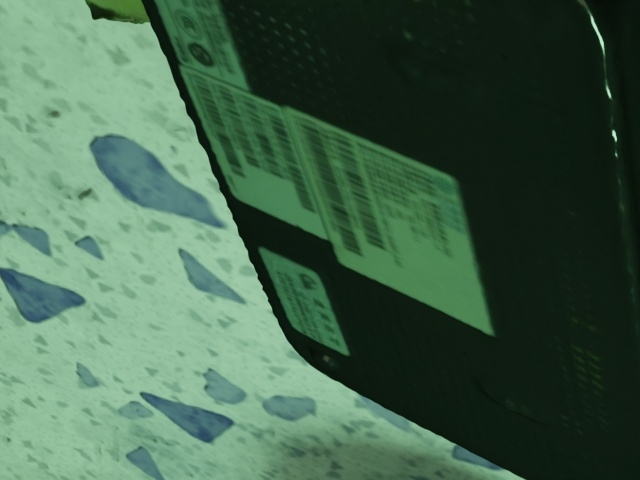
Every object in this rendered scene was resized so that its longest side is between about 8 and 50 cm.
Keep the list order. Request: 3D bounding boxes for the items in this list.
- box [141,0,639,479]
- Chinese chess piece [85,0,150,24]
[{"bbox_3d":[0.044,-0.021,0.650,0.211,0.058,0.350,26,154,31],"label":"box"},{"bbox_3d":[-0.076,-0.173,0.692,0.188,0.083,0.188,22,148,15],"label":"Chinese chess piece"}]
